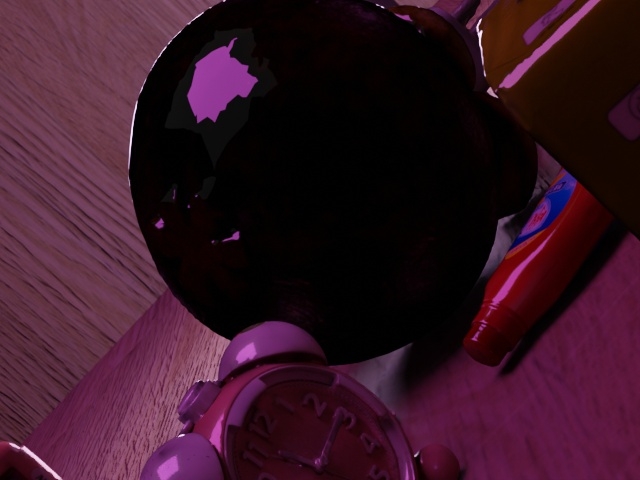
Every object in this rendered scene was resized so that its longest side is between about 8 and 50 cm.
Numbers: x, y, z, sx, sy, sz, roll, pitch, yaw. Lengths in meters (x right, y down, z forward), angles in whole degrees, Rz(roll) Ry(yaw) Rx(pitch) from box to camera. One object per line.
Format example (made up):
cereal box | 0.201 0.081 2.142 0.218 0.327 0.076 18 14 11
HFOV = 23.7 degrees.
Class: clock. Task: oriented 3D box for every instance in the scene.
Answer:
clock | -0.020 0.144 0.904 0.093 0.162 0.166 -42 10 47

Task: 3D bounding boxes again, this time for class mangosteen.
mangosteen | 0.015 -0.066 1.223 0.347 0.307 0.307 -38 1 -40

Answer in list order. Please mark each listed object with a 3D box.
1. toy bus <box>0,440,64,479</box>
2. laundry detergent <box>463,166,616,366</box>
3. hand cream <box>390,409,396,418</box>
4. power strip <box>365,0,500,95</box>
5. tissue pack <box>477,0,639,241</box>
toy bus | -0.391 0.360 1.618 0.233 0.203 0.427 -48 9 -31
laundry detergent | 0.146 0.016 1.030 0.165 0.049 0.097 -52 3 -21
hand cream | 0.044 0.141 1.071 0.035 0.022 0.102 -48 3 2
power strip | 0.098 -0.172 1.485 0.141 0.229 0.261 -47 9 -8
tissue pack | 0.234 -0.110 0.661 0.274 0.200 0.167 -44 11 18
